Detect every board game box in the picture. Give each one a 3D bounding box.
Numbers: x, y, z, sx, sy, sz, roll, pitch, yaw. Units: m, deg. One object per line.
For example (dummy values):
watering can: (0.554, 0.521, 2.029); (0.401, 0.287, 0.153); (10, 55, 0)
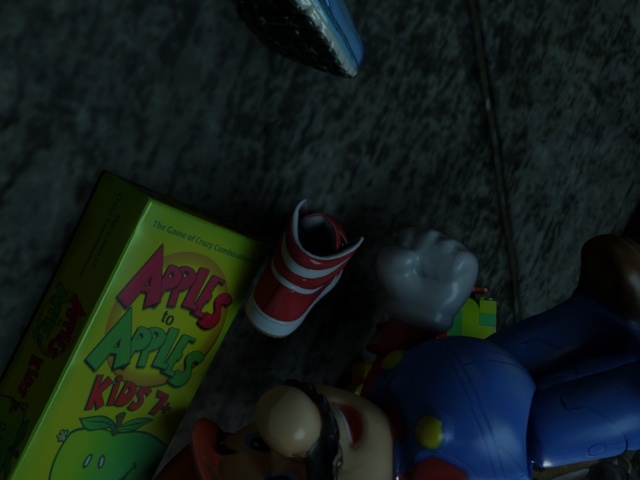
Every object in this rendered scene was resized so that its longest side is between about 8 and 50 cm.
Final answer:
board game box: (-0.108, 0.064, 0.546); (0.092, 0.043, 0.181); (23, 95, -49)

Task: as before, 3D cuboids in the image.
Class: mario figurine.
mario figurine: (0.053, 0.092, 0.555); (0.321, 0.198, 0.170); (-23, 96, -6)

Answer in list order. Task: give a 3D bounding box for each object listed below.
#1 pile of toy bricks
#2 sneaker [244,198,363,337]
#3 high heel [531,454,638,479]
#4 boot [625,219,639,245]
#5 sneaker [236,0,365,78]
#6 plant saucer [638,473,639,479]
pile of toy bricks: (0.104, 0.083, 0.744); (0.212, 0.118, 0.105); (9, 78, -31)
sneaker: (0.000, 0.000, 0.577); (0.067, 0.042, 0.118); (-59, 180, 31)
high heel: (0.096, 0.168, 0.738); (0.186, 0.261, 0.093); (-43, 145, -76)
boot: (0.388, 0.019, 0.983); (0.269, 0.089, 0.236); (23, 93, -50)
sneaker: (-0.008, -0.147, 0.511); (0.073, 0.063, 0.162); (-49, 138, -17)
plant saucer: (0.338, 0.414, 1.199); (0.318, 0.044, 0.317); (-23, 127, -35)
